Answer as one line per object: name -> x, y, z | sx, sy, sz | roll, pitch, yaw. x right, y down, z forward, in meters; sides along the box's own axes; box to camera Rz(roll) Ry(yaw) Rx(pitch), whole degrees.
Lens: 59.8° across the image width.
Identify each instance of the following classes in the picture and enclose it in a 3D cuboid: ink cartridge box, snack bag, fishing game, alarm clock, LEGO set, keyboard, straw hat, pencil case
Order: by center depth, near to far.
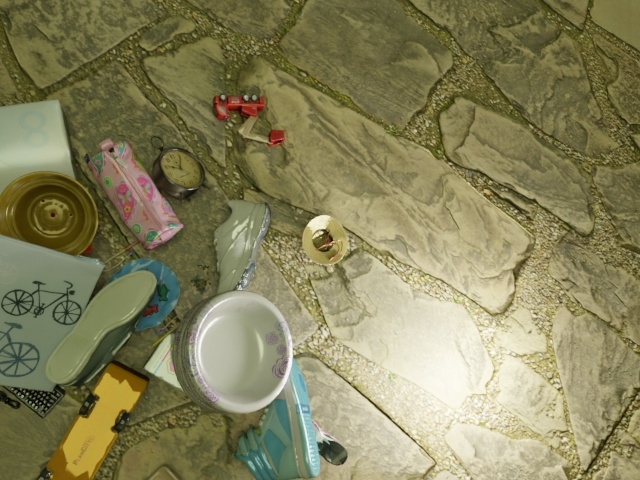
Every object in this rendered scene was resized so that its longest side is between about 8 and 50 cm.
snack bag -> -0.689, 0.154, 1.220 | 0.322, 0.037, 0.343 | 22, 90, -38
keyboard -> -0.713, 0.348, 1.322 | 0.180, 0.023, 0.108 | 42, 74, -5
ink cartridge box -> -0.753, -0.130, 1.350 | 0.307, 0.091, 0.386 | -12, 84, -16
fishing game -> -0.449, 0.130, 1.390 | 0.189, 0.041, 0.264 | -35, 77, -16
ink cartridge box -> -0.327, 0.328, 1.406 | 0.209, 0.062, 0.109 | 34, 73, -8
pencil case -> -0.468, -0.116, 1.408 | 0.124, 0.124, 0.284 | -33, 92, -17
alarm clock -> -0.382, -0.191, 1.451 | 0.192, 0.064, 0.129 | 57, 41, -1
LEGO set -> -0.314, 0.106, 1.469 | 0.054, 0.023, 0.083 | 27, 63, -12
straw hat -> 0.000, 0.000, 1.544 | 0.144, 0.061, 0.145 | -2, 94, -27

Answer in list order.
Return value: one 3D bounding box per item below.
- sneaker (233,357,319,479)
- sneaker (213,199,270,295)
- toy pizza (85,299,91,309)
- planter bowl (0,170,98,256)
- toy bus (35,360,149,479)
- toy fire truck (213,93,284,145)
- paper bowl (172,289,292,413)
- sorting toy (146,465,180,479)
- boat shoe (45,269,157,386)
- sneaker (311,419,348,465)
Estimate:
sneaker -> -0.133, 0.453, 1.411 | 0.208, 0.127, 0.319 | -18, 60, 10
sneaker -> -0.227, 0.029, 1.472 | 0.129, 0.111, 0.298 | 15, 75, 5
toy pizza -> -0.612, 0.239, 1.360 | 0.201, 0.032, 0.202 | 3, 80, -16
planter bowl -> -0.642, -0.057, 1.323 | 0.216, 0.090, 0.218 | -3, 99, -18
toy bus -> -0.532, 0.454, 1.296 | 0.108, 0.130, 0.333 | 30, 75, -10
toy fire truck -> -0.200, -0.334, 1.550 | 0.191, 0.047, 0.136 | -3, 84, -15
paper bowl -> -0.218, 0.269, 1.341 | 0.284, 0.148, 0.285 | 12, 69, -35
sorting toy -> -0.393, 0.686, 1.351 | 0.208, 0.038, 0.193 | -42, 93, -12
boat shoe -> -0.500, 0.208, 1.314 | 0.116, 0.099, 0.320 | 30, 69, 23
sneaker -> -0.008, 0.525, 1.461 | 0.178, 0.077, 0.072 | 37, 79, 15
